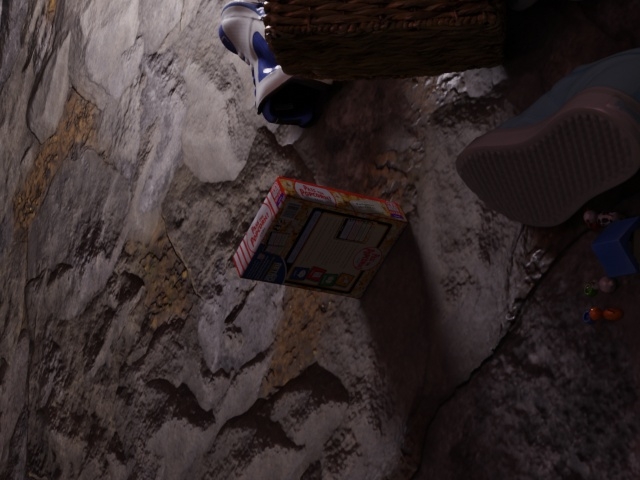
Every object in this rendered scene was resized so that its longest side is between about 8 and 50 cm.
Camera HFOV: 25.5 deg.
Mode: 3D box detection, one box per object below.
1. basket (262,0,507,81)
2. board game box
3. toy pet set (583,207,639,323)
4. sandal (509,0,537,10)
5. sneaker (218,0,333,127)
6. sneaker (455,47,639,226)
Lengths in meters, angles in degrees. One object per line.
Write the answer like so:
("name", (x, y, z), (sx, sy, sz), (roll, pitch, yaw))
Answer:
("basket", (0.086, -0.332, 1.776), (0.213, 0.299, 0.223), (50, -142, -75))
("board game box", (0.000, 0.000, 1.912), (0.146, 0.193, 0.045), (-59, 35, 29))
("toy pet set", (0.304, 0.022, 1.525), (0.114, 0.065, 0.122), (-14, 69, 57))
("sandal", (0.296, -0.328, 1.659), (0.265, 0.076, 0.102), (158, 124, -79))
("sneaker", (-0.071, -0.269, 2.185), (0.315, 0.127, 0.182), (12, 88, 58))
("sneaker", (0.287, -0.118, 1.581), (0.150, 0.135, 0.366), (-46, 11, -22))
